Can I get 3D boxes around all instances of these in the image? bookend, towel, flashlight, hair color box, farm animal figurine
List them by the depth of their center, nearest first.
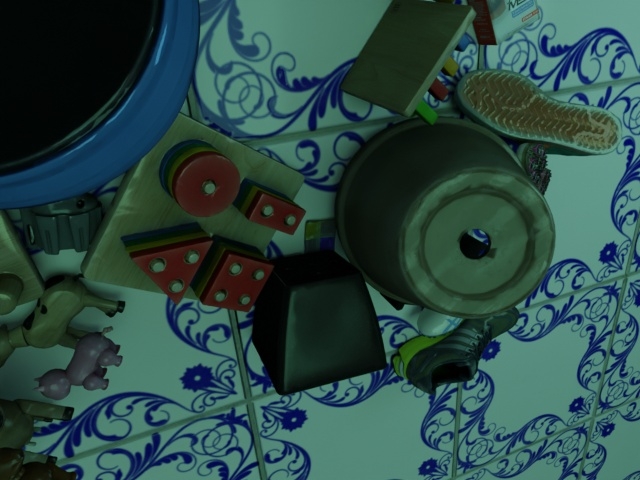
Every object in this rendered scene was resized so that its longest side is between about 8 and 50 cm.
[{"bbox_3d":[-0.326,-0.133,0.600,0.103,0.103,0.303,-39,139,-55],"label":"flashlight"},{"bbox_3d":[-0.429,0.226,0.648,0.172,0.330,0.327,29,127,-33],"label":"farm animal figurine"},{"bbox_3d":[0.282,-0.412,0.755,0.093,0.053,0.167,-33,120,-5],"label":"hair color box"},{"bbox_3d":[0.000,0.000,0.844,0.060,0.009,0.083,-5,114,-22],"label":"towel"},{"bbox_3d":[0.220,0.056,0.925,0.158,0.072,0.156,8,108,-25],"label":"bookend"}]

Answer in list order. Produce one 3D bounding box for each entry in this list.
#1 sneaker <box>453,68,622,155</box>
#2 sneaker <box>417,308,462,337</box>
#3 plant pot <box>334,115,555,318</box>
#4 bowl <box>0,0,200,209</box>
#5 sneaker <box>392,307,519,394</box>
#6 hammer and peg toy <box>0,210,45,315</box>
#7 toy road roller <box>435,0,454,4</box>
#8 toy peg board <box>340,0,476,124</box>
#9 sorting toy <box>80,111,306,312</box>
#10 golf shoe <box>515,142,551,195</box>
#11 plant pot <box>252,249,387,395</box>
[{"bbox_3d":[0.369,-0.214,0.855,0.303,0.121,0.108,18,89,-7],"label":"sneaker"},{"bbox_3d":[0.285,0.103,0.965,0.237,0.085,0.086,-39,131,-8],"label":"sneaker"},{"bbox_3d":[0.183,-0.024,0.695,0.324,0.280,0.322,0,102,1],"label":"plant pot"},{"bbox_3d":[-0.318,-0.226,0.455,0.392,0.077,0.390,0,87,-3],"label":"bowl"},{"bbox_3d":[0.310,0.234,1.014,0.300,0.121,0.111,-30,121,-8],"label":"sneaker"},{"bbox_3d":[-0.561,0.017,0.544,0.362,0.127,0.265,-19,118,-15],"label":"hammer and peg toy"},{"bbox_3d":[0.111,-0.486,0.577,0.202,0.241,0.330,-54,147,8],"label":"toy road roller"},{"bbox_3d":[0.138,-0.260,0.706,0.079,0.161,0.160,26,100,-42],"label":"toy peg board"},{"bbox_3d":[-0.159,-0.016,0.686,0.256,0.089,0.257,20,104,-45],"label":"sorting toy"},{"bbox_3d":[0.365,-0.127,0.862,0.186,0.086,0.067,28,85,-59],"label":"golf shoe"},{"bbox_3d":[-0.011,0.118,0.799,0.188,0.188,0.166,-9,108,-19],"label":"plant pot"}]
